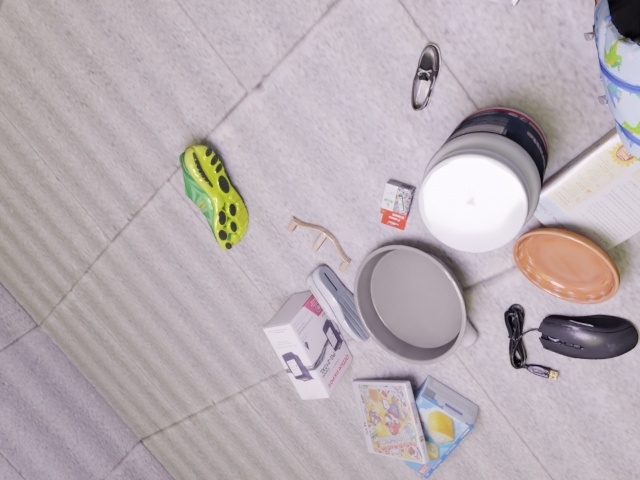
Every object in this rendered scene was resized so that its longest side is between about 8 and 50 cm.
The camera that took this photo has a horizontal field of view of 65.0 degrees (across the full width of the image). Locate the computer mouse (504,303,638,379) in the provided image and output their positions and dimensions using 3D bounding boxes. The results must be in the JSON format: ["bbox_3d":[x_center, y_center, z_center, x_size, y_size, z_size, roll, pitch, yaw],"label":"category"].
[{"bbox_3d":[0.533,0.243,1.092,0.262,0.060,0.184,5,118,27],"label":"computer mouse"}]

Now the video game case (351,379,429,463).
[{"bbox_3d":[0.181,0.480,1.352,0.227,0.026,0.206,-21,82,53],"label":"video game case"}]

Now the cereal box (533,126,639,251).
[{"bbox_3d":[0.526,-0.086,0.916,0.173,0.047,0.240,43,129,-2],"label":"cereal box"}]

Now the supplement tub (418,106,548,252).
[{"bbox_3d":[0.291,-0.114,0.887,0.191,0.272,0.191,13,123,22],"label":"supplement tub"}]

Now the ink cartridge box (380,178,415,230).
[{"bbox_3d":[0.169,-0.074,1.131,0.062,0.029,0.115,20,124,17],"label":"ink cartridge box"}]

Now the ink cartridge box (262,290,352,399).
[{"bbox_3d":[-0.027,0.279,1.349,0.100,0.172,0.237,-15,109,34],"label":"ink cartridge box"}]

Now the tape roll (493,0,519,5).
[{"bbox_3d":[0.195,-0.462,0.737,0.286,0.286,0.100,35,127,7],"label":"tape roll"}]

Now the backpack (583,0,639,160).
[{"bbox_3d":[0.498,-0.256,0.642,0.290,0.355,0.273,5,120,26],"label":"backpack"}]

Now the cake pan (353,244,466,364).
[{"bbox_3d":[0.211,0.145,1.177,0.293,0.054,0.293,15,114,36],"label":"cake pan"}]

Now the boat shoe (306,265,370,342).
[{"bbox_3d":[0.047,0.169,1.317,0.076,0.083,0.226,-35,85,50],"label":"boat shoe"}]

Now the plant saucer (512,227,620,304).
[{"bbox_3d":[0.478,0.045,0.980,0.200,0.037,0.200,33,156,17],"label":"plant saucer"}]

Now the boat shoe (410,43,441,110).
[{"bbox_3d":[0.200,-0.313,0.973,0.046,0.038,0.125,22,125,16],"label":"boat shoe"}]

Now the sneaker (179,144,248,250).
[{"bbox_3d":[-0.282,-0.115,1.328,0.123,0.109,0.296,16,131,51],"label":"sneaker"}]

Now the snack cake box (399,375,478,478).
[{"bbox_3d":[0.290,0.507,1.358,0.152,0.089,0.264,29,127,10],"label":"snack cake box"}]

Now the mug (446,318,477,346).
[{"bbox_3d":[0.337,0.217,1.197,0.064,0.078,0.062,44,96,-11],"label":"mug"}]

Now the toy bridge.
[{"bbox_3d":[0.000,0.000,1.269,0.188,0.026,0.063,38,126,5],"label":"toy bridge"}]
